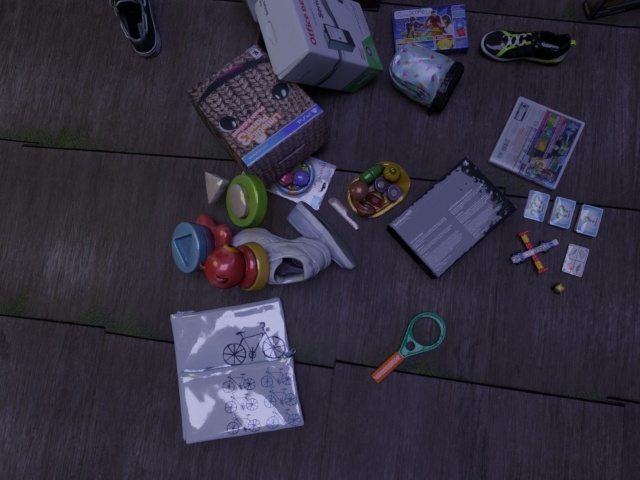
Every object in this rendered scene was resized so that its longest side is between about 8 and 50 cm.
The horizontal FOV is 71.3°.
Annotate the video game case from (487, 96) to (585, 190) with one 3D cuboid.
[{"bbox_3d":[0.571,-0.259,1.184,0.183,0.023,0.201,26,84,8],"label":"video game case"}]

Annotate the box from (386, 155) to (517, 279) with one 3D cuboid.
[{"bbox_3d":[0.326,-0.054,1.137,0.261,0.103,0.184,-41,84,-1],"label":"box"}]

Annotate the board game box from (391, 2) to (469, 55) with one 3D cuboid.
[{"bbox_3d":[0.303,-0.584,1.247,0.201,0.035,0.136,-3,82,5],"label":"board game box"}]

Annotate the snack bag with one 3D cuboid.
[{"bbox_3d":[-0.222,0.331,1.166,0.323,0.037,0.342,-9,81,4],"label":"snack bag"}]

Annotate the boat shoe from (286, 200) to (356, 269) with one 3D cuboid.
[{"bbox_3d":[-0.001,0.000,1.180,0.081,0.079,0.227,-44,82,18],"label":"boat shoe"}]

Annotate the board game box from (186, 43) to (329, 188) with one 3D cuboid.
[{"bbox_3d":[-0.160,-0.320,1.164,0.232,0.141,0.291,-39,70,-7],"label":"board game box"}]

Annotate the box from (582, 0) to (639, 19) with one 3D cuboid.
[{"bbox_3d":[0.832,-0.667,1.137,0.231,0.183,0.056,-13,81,3],"label":"box"}]

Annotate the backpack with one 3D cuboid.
[{"bbox_3d":[0.274,-0.444,1.191,0.182,0.115,0.152,30,88,11],"label":"backpack"}]

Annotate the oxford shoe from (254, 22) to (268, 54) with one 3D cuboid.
[{"bbox_3d":[-0.152,-0.625,1.288,0.076,0.076,0.212,16,86,38],"label":"oxford shoe"}]

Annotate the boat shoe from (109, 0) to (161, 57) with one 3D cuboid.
[{"bbox_3d":[-0.559,-0.691,1.304,0.113,0.105,0.306,-15,81,3],"label":"boat shoe"}]

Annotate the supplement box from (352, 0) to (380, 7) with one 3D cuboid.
[{"bbox_3d":[0.120,-0.768,1.266,0.104,0.081,0.188,0,82,5],"label":"supplement box"}]

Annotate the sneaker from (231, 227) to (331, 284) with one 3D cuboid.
[{"bbox_3d":[-0.134,0.042,1.118,0.305,0.152,0.114,2,112,22],"label":"sneaker"}]

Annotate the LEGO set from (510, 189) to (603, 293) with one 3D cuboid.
[{"bbox_3d":[0.594,0.004,1.129,0.182,0.060,0.244,19,84,11],"label":"LEGO set"}]

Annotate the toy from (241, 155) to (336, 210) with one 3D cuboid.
[{"bbox_3d":[-0.092,-0.189,1.217,0.237,0.056,0.137,22,85,8],"label":"toy"}]

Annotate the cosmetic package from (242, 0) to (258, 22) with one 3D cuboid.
[{"bbox_3d":[-0.117,-0.777,1.210,0.284,0.097,0.377,-26,55,-1],"label":"cosmetic package"}]

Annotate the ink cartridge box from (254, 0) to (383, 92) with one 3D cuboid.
[{"bbox_3d":[0.002,-0.510,1.132,0.121,0.289,0.211,-25,81,43],"label":"ink cartridge box"}]

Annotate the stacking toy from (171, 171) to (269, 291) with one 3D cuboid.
[{"bbox_3d":[-0.263,-0.030,1.081,0.309,0.130,0.279,14,103,42],"label":"stacking toy"}]

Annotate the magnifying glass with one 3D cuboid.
[{"bbox_3d":[0.223,0.276,1.141,0.231,0.026,0.092,-42,81,-3],"label":"magnifying glass"}]

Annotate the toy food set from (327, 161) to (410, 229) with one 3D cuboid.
[{"bbox_3d":[0.137,-0.130,1.180,0.218,0.071,0.128,-36,81,0],"label":"toy food set"}]

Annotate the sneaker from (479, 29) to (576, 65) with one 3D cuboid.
[{"bbox_3d":[0.550,-0.532,1.186,0.235,0.097,0.084,8,82,6],"label":"sneaker"}]
